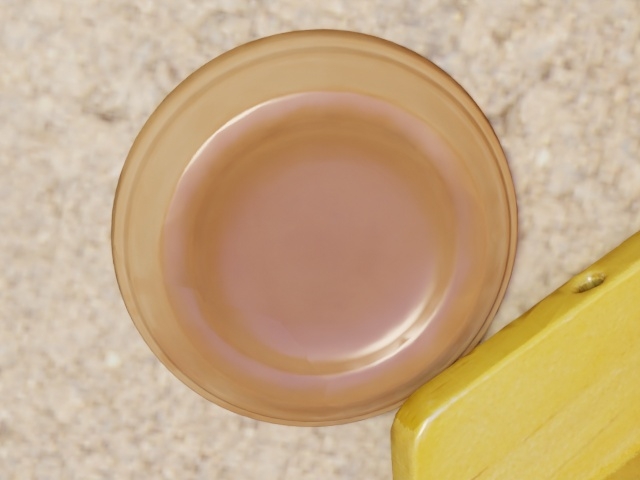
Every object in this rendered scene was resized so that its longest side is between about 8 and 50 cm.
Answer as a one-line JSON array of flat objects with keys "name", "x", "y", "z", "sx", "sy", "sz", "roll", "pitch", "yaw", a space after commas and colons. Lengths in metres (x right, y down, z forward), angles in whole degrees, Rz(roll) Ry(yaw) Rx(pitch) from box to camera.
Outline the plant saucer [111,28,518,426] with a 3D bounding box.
[{"name": "plant saucer", "x": 0.000, "y": 0.000, "z": 0.805, "sx": 0.200, "sy": 0.037, "sz": 0.200, "roll": -2, "pitch": 106, "yaw": -8}]

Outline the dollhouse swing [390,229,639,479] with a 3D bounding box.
[{"name": "dollhouse swing", "x": 0.150, "y": 0.039, "z": 0.648, "sx": 0.315, "sy": 0.347, "sz": 0.305, "roll": -34, "pitch": 113, "yaw": -10}]
